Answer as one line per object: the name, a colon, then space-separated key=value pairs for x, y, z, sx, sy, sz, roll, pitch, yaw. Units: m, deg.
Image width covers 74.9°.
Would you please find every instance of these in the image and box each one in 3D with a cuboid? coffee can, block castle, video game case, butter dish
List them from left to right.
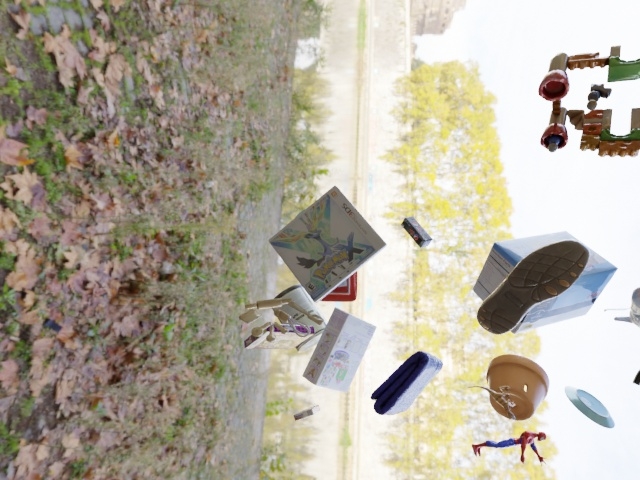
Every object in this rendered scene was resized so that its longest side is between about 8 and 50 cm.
video game case: x=-0.176 y=0.412 z=1.781 sx=0.210 sy=0.232 sz=0.041 roll=-42 pitch=-131 yaw=43
coffee can: x=-0.096 y=0.381 z=2.061 sx=0.275 sy=0.202 sz=0.201 roll=55 pitch=-8 yaw=21
video game case: x=0.021 y=0.009 z=1.518 sx=0.299 sy=0.329 sz=0.036 roll=51 pitch=3 yaw=18
butter dish: x=0.067 y=0.165 z=1.642 sx=0.118 sy=0.160 sz=0.159 roll=61 pitch=30 yaw=-74
block castle: x=0.921 y=-0.413 z=1.267 sx=0.303 sy=0.454 sz=0.212 roll=56 pitch=49 yaw=-46

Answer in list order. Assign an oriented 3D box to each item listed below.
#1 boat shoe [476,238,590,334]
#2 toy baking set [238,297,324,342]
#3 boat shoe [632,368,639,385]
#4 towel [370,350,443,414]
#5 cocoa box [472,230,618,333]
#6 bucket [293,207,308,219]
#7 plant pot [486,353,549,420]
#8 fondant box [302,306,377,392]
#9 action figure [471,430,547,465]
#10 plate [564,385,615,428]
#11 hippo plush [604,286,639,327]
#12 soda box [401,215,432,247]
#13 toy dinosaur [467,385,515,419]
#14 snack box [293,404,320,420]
boat shoe: x=0.538 y=0.111 z=1.082 sx=0.324 sy=0.123 sz=0.116 roll=-49 pitch=165 yaw=31
toy baking set: x=-0.129 y=0.254 z=1.353 sx=0.196 sy=0.257 sz=0.030 roll=-126 pitch=-144 yaw=-50
boat shoe: x=0.978 y=0.383 z=1.235 sx=0.042 sy=0.133 sz=0.048 roll=42 pitch=-14 yaw=49
towel: x=0.271 y=0.436 z=1.295 sx=0.227 sy=0.076 sz=0.308 roll=-50 pitch=151 yaw=-1
cocoa box: x=0.756 y=0.133 z=1.430 sx=0.231 sy=0.348 sz=0.227 roll=-122 pitch=-148 yaw=-47
bucket: x=0.000 y=0.000 z=1.732 sx=0.183 sy=0.282 sz=0.280 roll=-105 pitch=-168 yaw=-61
plant pot: x=0.958 y=0.740 z=2.061 sx=0.203 sy=0.291 sz=0.290 roll=-43 pitch=139 yaw=-49
fondant box: x=0.090 y=0.485 z=1.844 sx=0.238 sy=0.096 sz=0.329 roll=33 pitch=79 yaw=-44
action figure: x=0.761 y=0.834 z=1.643 sx=0.092 sy=0.281 sz=0.138 roll=33 pitch=34 yaw=-50
plate: x=0.991 y=0.601 z=1.533 sx=0.188 sy=0.188 sz=0.024 roll=-74 pitch=-170 yaw=-66
hippo plush: x=1.087 y=0.281 z=1.312 sx=0.235 sy=0.294 sz=0.236 roll=29 pitch=48 yaw=-34
soda box: x=0.476 y=-0.043 z=2.072 sx=0.168 sy=0.060 sz=0.053 roll=56 pitch=-38 yaw=30
toy dinosaur: x=0.759 y=0.667 z=1.796 sx=0.211 sy=0.113 sz=0.064 roll=42 pitch=-40 yaw=39
snack box: x=-0.043 y=0.578 z=1.406 sx=0.178 sy=0.064 sz=0.022 roll=69 pitch=1 yaw=-71
